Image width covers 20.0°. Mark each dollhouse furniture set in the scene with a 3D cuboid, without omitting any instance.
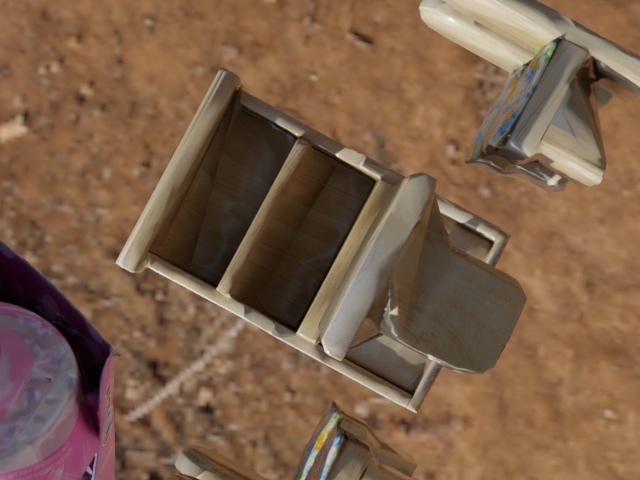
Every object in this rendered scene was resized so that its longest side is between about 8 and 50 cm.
[{"bbox_3d":[0.000,0.000,1.235,0.362,0.256,0.394,-62,0,-1],"label":"dollhouse furniture set"}]

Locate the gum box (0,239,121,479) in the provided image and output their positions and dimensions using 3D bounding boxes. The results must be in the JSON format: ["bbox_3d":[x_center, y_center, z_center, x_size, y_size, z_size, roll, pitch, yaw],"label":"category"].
[{"bbox_3d":[-0.126,0.033,0.460,0.188,0.062,0.107,37,139,31],"label":"gum box"}]
